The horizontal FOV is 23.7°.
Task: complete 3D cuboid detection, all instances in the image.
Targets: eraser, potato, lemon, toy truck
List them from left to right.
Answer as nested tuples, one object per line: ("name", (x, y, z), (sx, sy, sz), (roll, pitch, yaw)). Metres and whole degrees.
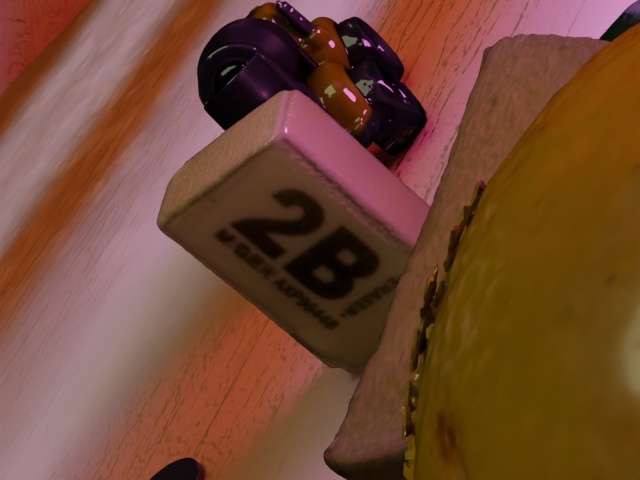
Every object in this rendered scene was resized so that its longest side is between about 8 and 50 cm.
("toy truck", (-0.027, -0.121, 1.207), (0.147, 0.165, 0.224), (-43, 21, 17))
("eraser", (0.000, 0.000, 0.936), (0.117, 0.172, 0.058), (-34, 27, 31))
("potato", (0.110, 0.031, 0.762), (0.255, 0.112, 0.269), (-55, 20, -4))
("lemon", (0.150, 0.062, 0.419), (0.258, 0.258, 0.310), (-31, 32, 38))

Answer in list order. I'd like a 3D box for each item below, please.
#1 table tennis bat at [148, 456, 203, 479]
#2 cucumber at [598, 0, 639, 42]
("table tennis bat", (-0.125, 0.211, 1.036), (0.095, 0.014, 0.158), (-27, 28, 41))
("cucumber", (0.161, -0.076, 0.911), (0.250, 0.056, 0.056), (-52, 21, -3))
